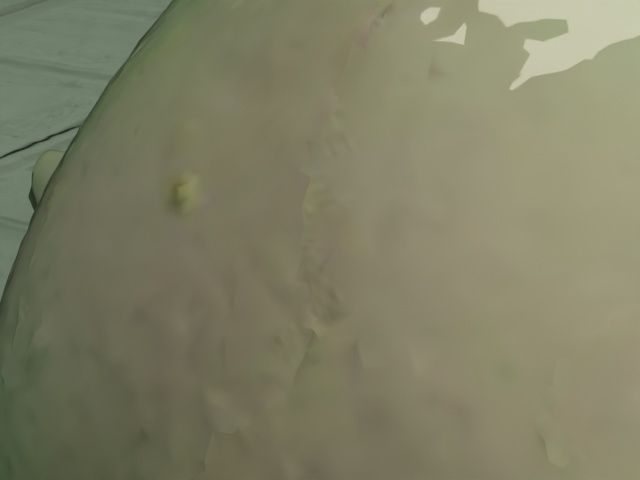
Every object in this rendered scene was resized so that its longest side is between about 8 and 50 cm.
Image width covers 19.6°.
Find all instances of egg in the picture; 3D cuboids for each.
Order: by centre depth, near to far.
[{"bbox_3d":[0.051,0.043,0.633,0.340,0.354,0.354,-28,27,-13],"label":"egg"}]
